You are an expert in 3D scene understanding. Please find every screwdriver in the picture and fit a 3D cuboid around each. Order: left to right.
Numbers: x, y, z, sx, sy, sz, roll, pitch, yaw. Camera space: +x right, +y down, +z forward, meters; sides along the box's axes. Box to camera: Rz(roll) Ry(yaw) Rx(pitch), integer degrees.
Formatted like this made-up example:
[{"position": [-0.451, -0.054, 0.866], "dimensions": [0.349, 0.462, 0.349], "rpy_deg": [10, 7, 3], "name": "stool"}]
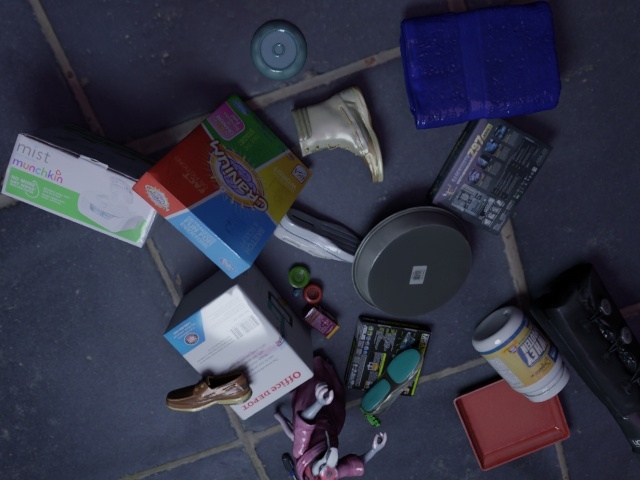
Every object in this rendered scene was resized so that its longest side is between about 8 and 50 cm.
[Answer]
[{"position": [-0.070, 0.654, 1.380], "dimensions": [0.024, 0.025, 0.170], "rpy_deg": [-19, 107, 2], "name": "screwdriver"}]

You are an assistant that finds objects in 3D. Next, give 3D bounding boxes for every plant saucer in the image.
[{"position": [-0.087, -0.395, 1.046], "dimensions": [0.119, 0.021, 0.119], "rpy_deg": [-1, 108, -4], "name": "plant saucer"}, {"position": [0.507, 0.464, 1.349], "dimensions": [0.259, 0.048, 0.258], "rpy_deg": [-24, 108, 3], "name": "plant saucer"}]

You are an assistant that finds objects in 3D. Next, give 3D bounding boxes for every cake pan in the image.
[{"position": [0.218, 0.062, 1.154], "dimensions": [0.293, 0.054, 0.293], "rpy_deg": [-7, 123, -12], "name": "cake pan"}]

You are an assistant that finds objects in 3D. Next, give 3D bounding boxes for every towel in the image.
[{"position": [0.326, -0.360, 1.043], "dimensions": [0.308, 0.076, 0.228], "rpy_deg": [-8, 94, 1], "name": "towel"}]

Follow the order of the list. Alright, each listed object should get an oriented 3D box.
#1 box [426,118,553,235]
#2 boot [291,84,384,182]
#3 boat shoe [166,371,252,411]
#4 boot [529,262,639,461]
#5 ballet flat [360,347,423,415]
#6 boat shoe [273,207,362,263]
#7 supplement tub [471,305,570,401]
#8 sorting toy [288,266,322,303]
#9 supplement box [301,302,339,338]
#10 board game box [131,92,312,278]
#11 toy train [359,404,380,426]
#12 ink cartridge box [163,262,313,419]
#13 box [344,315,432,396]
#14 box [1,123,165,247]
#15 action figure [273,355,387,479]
[{"position": [0.377, -0.151, 1.137], "dimensions": [0.183, 0.059, 0.233], "rpy_deg": [24, 105, -11], "name": "box"}, {"position": [0.040, -0.206, 1.087], "dimensions": [0.165, 0.077, 0.213], "rpy_deg": [-20, 103, 2], "name": "boot"}, {"position": [-0.231, 0.305, 1.035], "dimensions": [0.178, 0.064, 0.060], "rpy_deg": [-9, 108, 2], "name": "boat shoe"}, {"position": [0.743, 0.250, 1.236], "dimensions": [0.445, 0.367, 0.146], "rpy_deg": [53, 139, 4], "name": "boot"}, {"position": [0.185, 0.348, 1.241], "dimensions": [0.068, 0.072, 0.213], "rpy_deg": [30, 105, -41], "name": "ballet flat"}, {"position": [0.000, 0.000, 1.159], "dimensions": [0.226, 0.083, 0.076], "rpy_deg": [29, 131, -13], "name": "boat shoe"}, {"position": [0.482, 0.273, 1.215], "dimensions": [0.144, 0.144, 0.200], "rpy_deg": [-43, 91, 9], "name": "supplement tub"}, {"position": [-0.041, 0.110, 1.205], "dimensions": [0.061, 0.042, 0.102], "rpy_deg": [-40, 94, -7], "name": "sorting toy"}, {"position": [-0.001, 0.190, 1.221], "dimensions": [0.083, 0.055, 0.043], "rpy_deg": [39, 100, -15], "name": "supplement box"}, {"position": [-0.170, -0.117, 0.985], "dimensions": [0.242, 0.316, 0.064], "rpy_deg": [44, 133, -16], "name": "board game box"}, {"position": [0.131, 0.466, 1.338], "dimensions": [0.023, 0.017, 0.083], "rpy_deg": [-29, 108, 15], "name": "toy train"}, {"position": [-0.171, 0.212, 1.140], "dimensions": [0.198, 0.197, 0.270], "rpy_deg": [-34, 107, 8], "name": "ink cartridge box"}, {"position": [0.168, 0.294, 1.273], "dimensions": [0.184, 0.045, 0.191], "rpy_deg": [8, 106, -9], "name": "box"}, {"position": [-0.429, -0.119, 1.000], "dimensions": [0.262, 0.231, 0.127], "rpy_deg": [23, 104, -12], "name": "box"}, {"position": [-0.021, 0.430, 1.131], "dimensions": [0.275, 0.370, 0.248], "rpy_deg": [-35, 104, 11], "name": "action figure"}]
